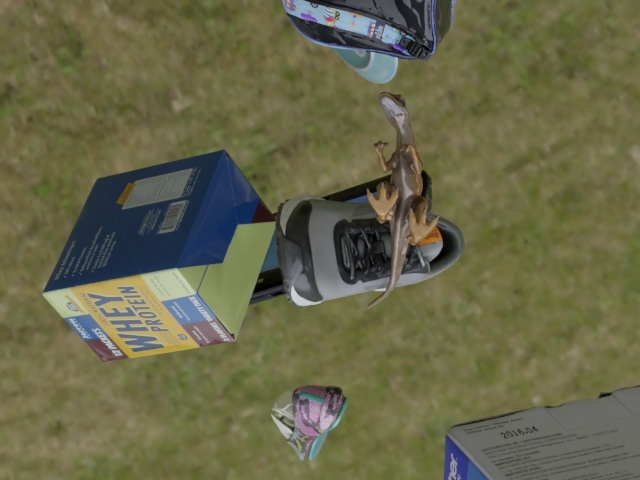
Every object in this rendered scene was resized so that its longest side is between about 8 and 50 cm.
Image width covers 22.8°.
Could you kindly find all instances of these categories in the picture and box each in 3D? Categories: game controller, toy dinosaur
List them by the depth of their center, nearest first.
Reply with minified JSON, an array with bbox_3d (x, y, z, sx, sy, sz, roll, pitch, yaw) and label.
[{"bbox_3d":[0.074,-0.024,1.410,0.064,0.112,0.211,5,103,4],"label":"toy dinosaur"},{"bbox_3d":[0.000,0.000,2.057,0.319,0.166,0.067,-18,115,32],"label":"game controller"}]

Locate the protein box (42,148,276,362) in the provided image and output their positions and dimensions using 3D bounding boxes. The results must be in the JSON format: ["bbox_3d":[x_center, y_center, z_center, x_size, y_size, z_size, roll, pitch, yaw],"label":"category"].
[{"bbox_3d":[-0.192,0.020,1.929,0.201,0.200,0.136,-11,132,31],"label":"protein box"}]

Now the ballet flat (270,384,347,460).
[{"bbox_3d":[-0.020,0.213,1.942,0.079,0.077,0.221,25,161,2],"label":"ballet flat"}]

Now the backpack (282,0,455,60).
[{"bbox_3d":[0.051,-0.278,1.676,0.173,0.117,0.158,9,120,18],"label":"backpack"}]

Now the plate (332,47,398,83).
[{"bbox_3d":[0.038,-0.292,2.146,0.024,0.188,0.188,-31,147,-21],"label":"plate"}]

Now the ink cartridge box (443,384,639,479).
[{"bbox_3d":[0.276,0.253,1.322,0.270,0.395,0.151,-9,119,-21],"label":"ink cartridge box"}]

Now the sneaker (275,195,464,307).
[{"bbox_3d":[0.044,0.002,1.485,0.108,0.100,0.271,-8,179,30],"label":"sneaker"}]
